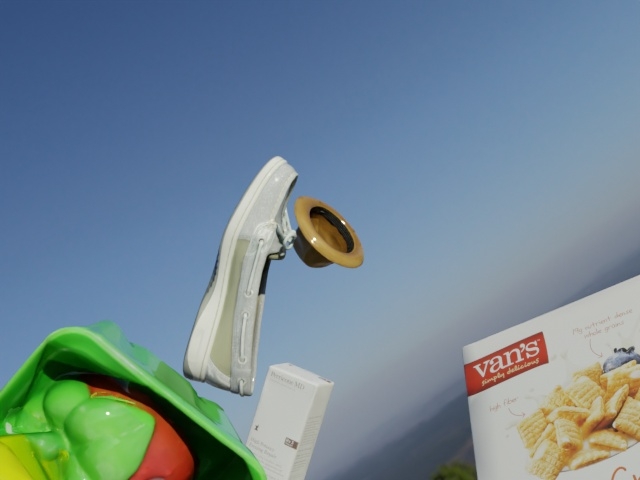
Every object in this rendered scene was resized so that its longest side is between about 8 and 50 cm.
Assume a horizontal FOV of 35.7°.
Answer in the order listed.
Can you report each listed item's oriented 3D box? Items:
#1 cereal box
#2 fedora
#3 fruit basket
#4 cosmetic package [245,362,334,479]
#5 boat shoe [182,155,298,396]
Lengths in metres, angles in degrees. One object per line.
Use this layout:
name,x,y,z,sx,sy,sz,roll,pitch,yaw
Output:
cereal box,0.177,0.134,0.582,0.173,0.240,0.047,-26,-50,23
fedora,0.000,0.000,1.950,0.079,0.194,0.194,-45,-16,24
fruit basket,-0.261,0.264,0.882,0.392,0.283,0.392,-47,11,12
cosmetic package,-0.069,0.369,1.962,0.085,0.117,0.231,5,-78,-62
boat shoe,-0.088,0.047,1.327,0.118,0.103,0.320,41,-111,-87
